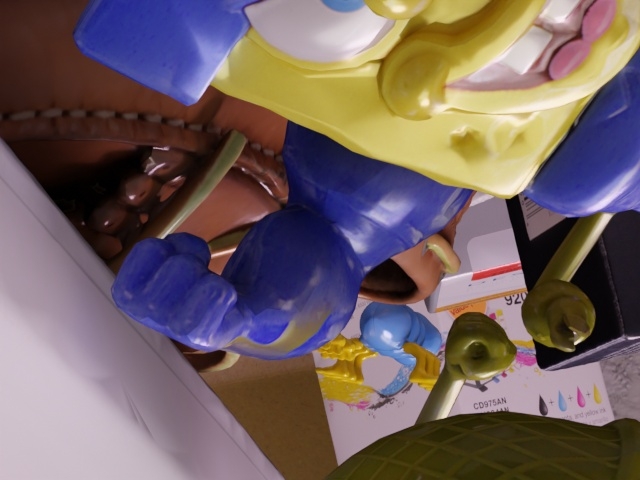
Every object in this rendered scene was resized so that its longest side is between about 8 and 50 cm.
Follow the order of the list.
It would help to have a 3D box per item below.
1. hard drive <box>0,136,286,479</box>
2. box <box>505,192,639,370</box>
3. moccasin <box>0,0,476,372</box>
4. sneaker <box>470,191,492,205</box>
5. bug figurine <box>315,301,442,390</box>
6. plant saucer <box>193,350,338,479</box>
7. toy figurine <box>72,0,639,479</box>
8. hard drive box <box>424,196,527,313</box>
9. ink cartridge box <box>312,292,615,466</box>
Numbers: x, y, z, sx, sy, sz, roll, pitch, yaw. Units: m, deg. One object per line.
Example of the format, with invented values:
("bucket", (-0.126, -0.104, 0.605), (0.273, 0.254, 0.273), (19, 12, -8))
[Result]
("hard drive", (-0.148, 0.051, 0.479), (0.233, 0.047, 0.353), (-5, 159, 9))
("box", (0.149, -0.046, 0.722), (0.158, 0.156, 0.093), (-11, 172, -14))
("moccasin", (-0.055, -0.020, 0.560), (0.139, 0.147, 0.380), (6, -178, 21))
("sneaker", (0.030, -0.053, 0.860), (0.212, 0.080, 0.094), (-10, -172, 39))
("bug figurine", (-0.054, 0.043, 1.258), (0.279, 0.072, 0.216), (5, 169, 19))
("plant saucer", (0.022, 0.194, 1.743), (0.333, 0.333, 0.081), (-8, 137, -34))
("toy figurine", (0.024, -0.054, 0.415), (0.217, 0.191, 0.362), (27, 121, -17))
("hard drive box", (0.139, -0.027, 1.139), (0.181, 0.089, 0.232), (-13, 173, 2))
("ink cartridge box", (0.114, 0.111, 1.601), (0.171, 0.233, 0.168), (-7, 169, -39))
